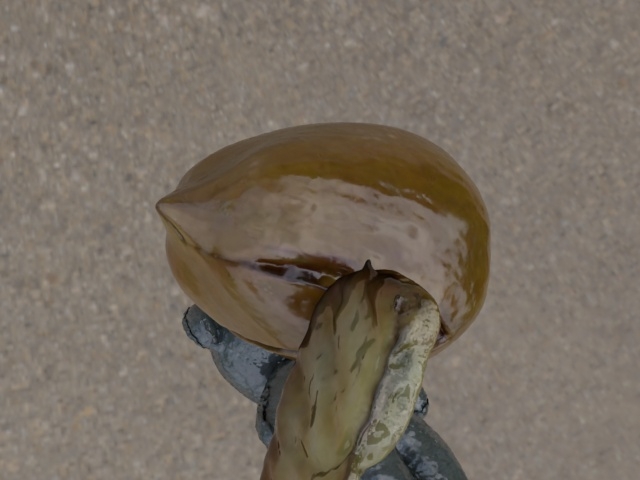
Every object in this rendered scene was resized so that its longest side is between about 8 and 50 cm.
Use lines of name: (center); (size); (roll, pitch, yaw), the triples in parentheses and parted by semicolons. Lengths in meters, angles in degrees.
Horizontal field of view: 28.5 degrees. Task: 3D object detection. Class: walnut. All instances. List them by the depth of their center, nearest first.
walnut: (0.000, 0.000, 0.985); (0.298, 0.203, 0.203); (13, 123, -31)

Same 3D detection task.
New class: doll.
doll: (0.001, 0.164, 1.265); (0.246, 0.340, 0.158); (-19, 160, -51)

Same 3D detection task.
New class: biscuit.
biscuit: (0.003, 0.159, 0.803); (0.045, 0.299, 0.154); (22, 164, -23)
